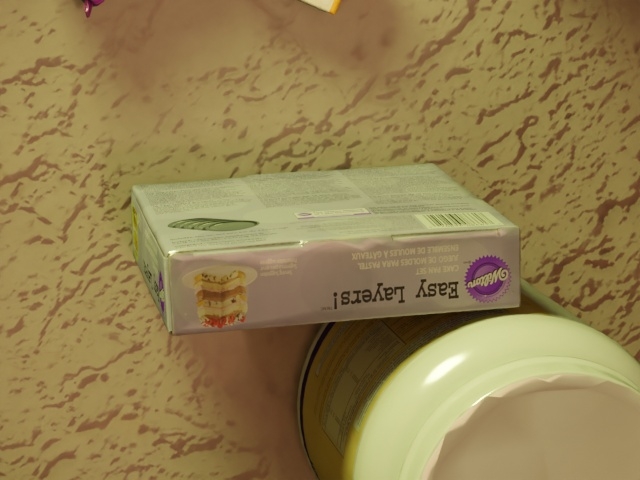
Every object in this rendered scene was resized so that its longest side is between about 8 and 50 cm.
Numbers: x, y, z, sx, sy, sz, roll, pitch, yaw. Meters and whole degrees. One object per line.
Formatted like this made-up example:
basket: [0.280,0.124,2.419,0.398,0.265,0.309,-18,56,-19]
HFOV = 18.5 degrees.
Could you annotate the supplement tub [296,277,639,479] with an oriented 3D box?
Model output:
supplement tub: [0.125,0.155,1.474,0.241,0.331,0.241,-2,101,-11]

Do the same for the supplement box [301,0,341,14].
supplement box: [-0.023,-0.223,1.524,0.098,0.036,0.062,23,96,-15]

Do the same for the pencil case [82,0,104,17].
pencil case: [-0.137,-0.240,1.483,0.151,0.064,0.070,-38,81,-2]

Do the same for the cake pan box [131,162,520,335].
cake pan box: [0.000,0.000,1.465,0.266,0.246,0.070,-5,105,-12]
